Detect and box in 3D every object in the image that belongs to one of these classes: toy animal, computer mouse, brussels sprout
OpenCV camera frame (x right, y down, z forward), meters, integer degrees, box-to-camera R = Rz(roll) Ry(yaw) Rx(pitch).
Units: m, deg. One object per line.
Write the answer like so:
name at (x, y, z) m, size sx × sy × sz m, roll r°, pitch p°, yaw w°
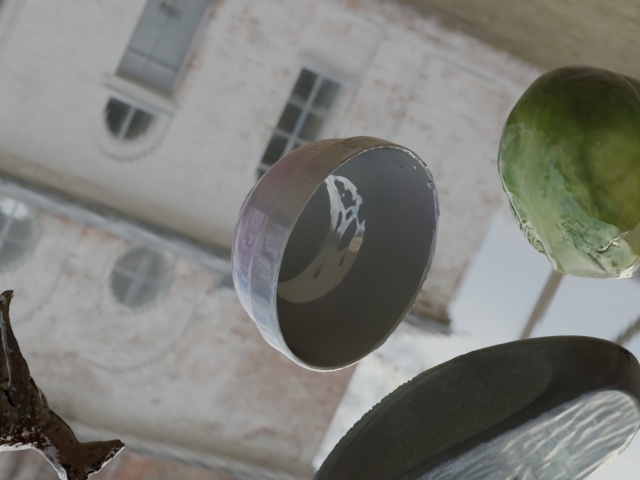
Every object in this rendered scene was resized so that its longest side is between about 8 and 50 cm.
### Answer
toy animal at (-0.294, 0.178, 1.456) m, size 0.243 × 0.260 × 0.087 m, roll -8°, pitch 176°, yaw -42°
computer mouse at (0.135, 0.206, 1.472) m, size 0.114 × 0.374 × 0.203 m, roll 57°, pitch 178°, yaw 43°
brussels sprout at (0.191, -0.049, 1.088) m, size 0.155 × 0.155 × 0.117 m, roll 21°, pitch 169°, yaw -39°

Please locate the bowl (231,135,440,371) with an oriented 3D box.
bowl at (0.000, 0.000, 1.871) m, size 0.144 × 0.287 × 0.287 m, roll 26°, pitch -175°, yaw 39°
